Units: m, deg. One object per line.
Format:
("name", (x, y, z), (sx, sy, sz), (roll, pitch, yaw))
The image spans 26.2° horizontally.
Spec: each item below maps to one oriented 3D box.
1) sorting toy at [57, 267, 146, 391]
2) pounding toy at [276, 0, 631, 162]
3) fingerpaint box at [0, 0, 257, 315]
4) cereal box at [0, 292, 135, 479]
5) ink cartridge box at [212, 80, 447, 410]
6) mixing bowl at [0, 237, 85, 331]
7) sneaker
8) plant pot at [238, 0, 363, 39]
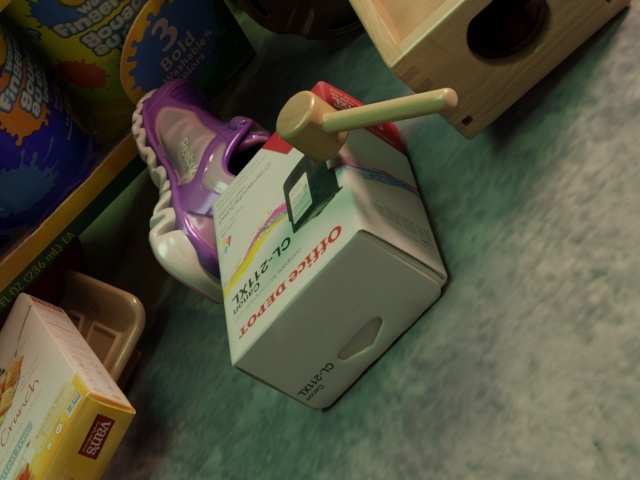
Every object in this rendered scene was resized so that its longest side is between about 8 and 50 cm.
("sorting toy", (-0.216, 0.135, 1.165), (0.193, 0.038, 0.208), (13, 79, 62))
("pounding toy", (0.075, -0.111, 0.821), (0.206, 0.094, 0.181), (-41, 39, 16))
("fingerpaint box", (-0.308, -0.128, 1.076), (0.445, 0.371, 0.163), (-46, 57, -8))
("cereal box", (-0.232, 0.156, 1.080), (0.173, 0.047, 0.240), (-63, 28, 3))
("ink cartridge box", (0.000, 0.000, 0.881), (0.127, 0.072, 0.175), (-47, 29, 22))
("mixing bowl", (-0.289, 0.034, 1.310), (0.181, 0.098, 0.181), (-40, 33, 33))
("sneaker", (-0.077, -0.059, 1.062), (0.104, 0.095, 0.236), (-42, 36, 18))
("plant pot", (-0.006, -0.256, 1.064), (0.167, 0.167, 0.165), (-38, 43, 37))
